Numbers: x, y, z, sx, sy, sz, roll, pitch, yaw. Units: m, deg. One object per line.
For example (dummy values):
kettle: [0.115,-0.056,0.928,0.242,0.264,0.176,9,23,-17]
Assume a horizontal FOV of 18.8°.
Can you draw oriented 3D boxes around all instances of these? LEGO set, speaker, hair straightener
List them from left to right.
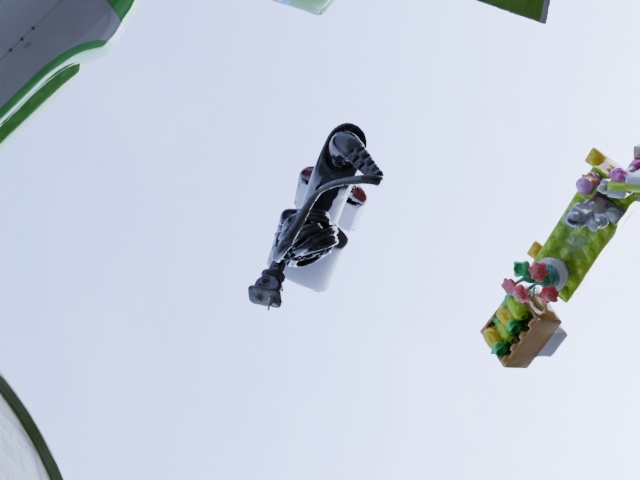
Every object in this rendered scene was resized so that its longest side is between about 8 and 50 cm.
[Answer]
speaker: [-0.245,-0.079,1.136,0.296,0.131,0.131,-46,-51,-9]
hair straightener: [0.000,0.000,1.007,0.047,0.230,0.089,25,-102,-4]
LEGO set: [0.195,0.002,1.224,0.107,0.287,0.132,-27,-84,-56]

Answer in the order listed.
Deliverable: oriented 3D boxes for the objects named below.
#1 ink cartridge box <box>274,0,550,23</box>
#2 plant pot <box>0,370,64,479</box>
ink cartridge box: [0.032,-0.245,1.286,0.255,0.097,0.189,17,-109,-14]
plant pot: [-0.271,0.170,0.914,0.293,0.275,0.275,-27,-54,6]
